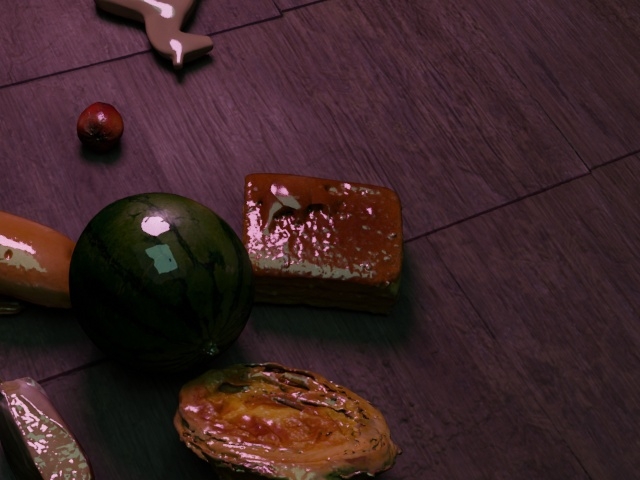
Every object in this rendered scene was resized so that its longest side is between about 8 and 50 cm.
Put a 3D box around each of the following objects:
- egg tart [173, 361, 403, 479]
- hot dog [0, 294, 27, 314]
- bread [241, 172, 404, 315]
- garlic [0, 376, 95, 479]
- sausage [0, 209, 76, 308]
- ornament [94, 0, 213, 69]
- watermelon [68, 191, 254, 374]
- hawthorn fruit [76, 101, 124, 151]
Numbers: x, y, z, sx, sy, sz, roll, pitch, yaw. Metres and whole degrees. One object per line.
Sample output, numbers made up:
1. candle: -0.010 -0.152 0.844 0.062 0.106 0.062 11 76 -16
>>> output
1. egg tart: -0.042 0.255 1.237 0.297 0.132 0.297 8 14 -2
2. hot dog: -0.444 0.088 1.360 0.083 0.021 0.037 5 36 -3
3. bread: 0.000 0.000 1.443 0.234 0.110 0.184 5 57 -8
4. garlic: -0.340 0.253 1.222 0.087 0.101 0.195 -24 61 -28
5. sausage: -0.469 0.011 1.350 0.354 0.116 0.134 12 24 -6
6. ornament: -0.273 -0.399 1.682 0.230 0.061 0.245 19 55 0
7. watermelon: -0.206 0.057 1.290 0.242 0.242 0.242 5 57 -7
8. hawthorn fruit: -0.337 -0.177 1.521 0.077 0.077 0.077 5 57 -7
